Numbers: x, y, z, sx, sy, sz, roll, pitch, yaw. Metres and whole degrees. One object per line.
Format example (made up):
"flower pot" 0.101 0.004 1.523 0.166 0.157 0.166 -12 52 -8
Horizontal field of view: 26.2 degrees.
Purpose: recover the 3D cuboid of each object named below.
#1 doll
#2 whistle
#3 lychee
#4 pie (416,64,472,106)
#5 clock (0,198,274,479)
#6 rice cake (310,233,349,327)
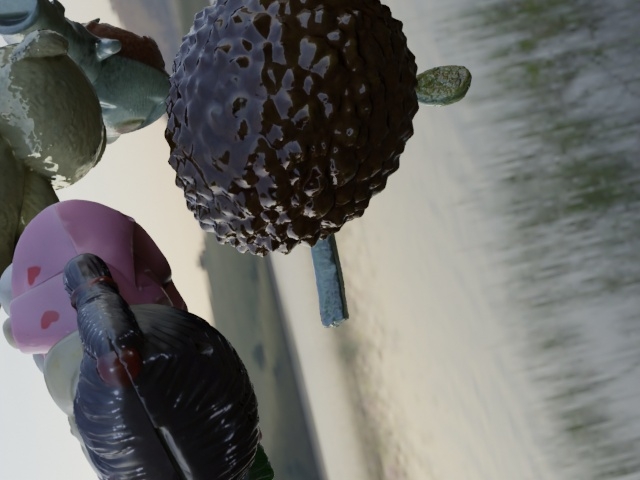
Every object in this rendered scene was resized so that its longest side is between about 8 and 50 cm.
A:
"doll" -0.301 -0.046 1.200 0.175 0.149 0.278 77 -147 -58
"whistle" -0.251 -0.187 1.424 0.133 0.142 0.346 -65 -15 -6
"lychee" -0.020 -0.103 1.001 0.200 0.200 0.238 82 -161 -64
"pie" 0.149 -0.192 1.706 0.084 0.084 0.021 -107 1 -52
"clock" -0.088 0.090 0.736 0.194 0.100 0.195 66 171 -29
"rice cake" 0.000 0.000 1.614 0.043 0.034 0.211 53 -154 -74
